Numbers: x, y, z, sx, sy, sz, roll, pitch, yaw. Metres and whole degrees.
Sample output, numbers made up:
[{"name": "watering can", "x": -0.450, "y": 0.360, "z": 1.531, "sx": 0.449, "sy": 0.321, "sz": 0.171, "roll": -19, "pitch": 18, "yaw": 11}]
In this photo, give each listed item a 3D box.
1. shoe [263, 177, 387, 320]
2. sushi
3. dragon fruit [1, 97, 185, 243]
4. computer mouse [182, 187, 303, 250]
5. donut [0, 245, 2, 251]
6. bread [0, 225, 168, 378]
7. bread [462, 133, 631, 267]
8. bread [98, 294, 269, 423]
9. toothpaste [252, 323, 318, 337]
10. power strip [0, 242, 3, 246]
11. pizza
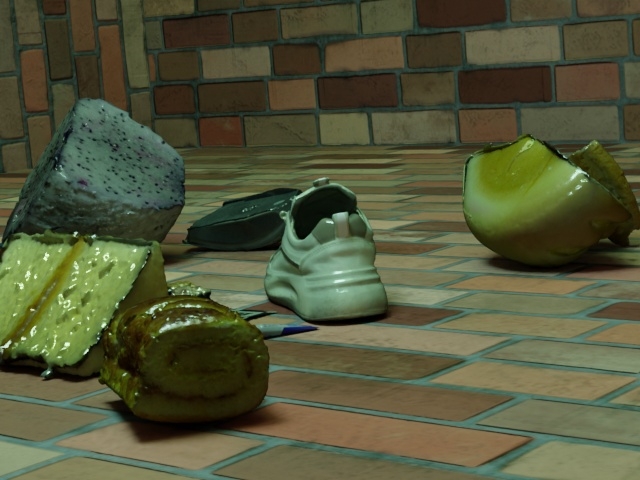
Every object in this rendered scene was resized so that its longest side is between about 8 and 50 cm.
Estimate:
[{"name": "shoe", "x": 0.000, "y": 0.000, "z": 1.790, "sx": 0.124, "sy": 0.159, "sz": 0.316, "roll": -8, "pitch": 12, "yaw": -14}, {"name": "sushi", "x": -0.191, "y": 0.072, "z": 1.752, "sx": 0.210, "sy": 0.040, "sz": 0.193, "roll": 2, "pitch": 7, "yaw": 40}, {"name": "dragon fruit", "x": -0.339, "y": -0.055, "z": 2.246, "sx": 0.221, "sy": 0.204, "sz": 0.283, "roll": 24, "pitch": 30, "yaw": -15}, {"name": "computer mouse", "x": -0.113, "y": -0.021, "z": 2.310, "sx": 0.231, "sy": 0.071, "sz": 0.126, "roll": -11, "pitch": 18, "yaw": 31}, {"name": "donut", "x": -0.397, "y": 0.046, "z": 1.976, "sx": 0.166, "sy": 0.073, "sz": 0.184, "roll": 0, "pitch": 10, "yaw": 25}, {"name": "bread", "x": -0.280, "y": 0.076, "z": 1.621, "sx": 0.266, "sy": 0.178, "sz": 0.142, "roll": 6, "pitch": -19, "yaw": 40}, {"name": "bread", "x": 0.284, "y": -0.037, "z": 1.947, "sx": 0.158, "sy": 0.156, "sz": 0.260, "roll": 39, "pitch": 4, "yaw": -29}, {"name": "bread", "x": -0.124, "y": 0.103, "z": 1.324, "sx": 0.132, "sy": 0.103, "sz": 0.172, "roll": -4, "pitch": 5, "yaw": -17}, {"name": "toothpaste", "x": -0.041, "y": 0.098, "z": 1.629, "sx": 0.083, "sy": 0.015, "sz": 0.024, "roll": -3, "pitch": 5, "yaw": -32}, {"name": "power strip", "x": -0.518, "y": 0.029, "z": 2.301, "sx": 0.056, "sy": 0.032, "sz": 0.123, "roll": -1, "pitch": 9, "yaw": 26}, {"name": "pizza", "x": 0.364, "y": -0.059, "z": 2.076, "sx": 0.069, "sy": 0.154, "sz": 0.194, "roll": -41, "pitch": 14, "yaw": -31}]
